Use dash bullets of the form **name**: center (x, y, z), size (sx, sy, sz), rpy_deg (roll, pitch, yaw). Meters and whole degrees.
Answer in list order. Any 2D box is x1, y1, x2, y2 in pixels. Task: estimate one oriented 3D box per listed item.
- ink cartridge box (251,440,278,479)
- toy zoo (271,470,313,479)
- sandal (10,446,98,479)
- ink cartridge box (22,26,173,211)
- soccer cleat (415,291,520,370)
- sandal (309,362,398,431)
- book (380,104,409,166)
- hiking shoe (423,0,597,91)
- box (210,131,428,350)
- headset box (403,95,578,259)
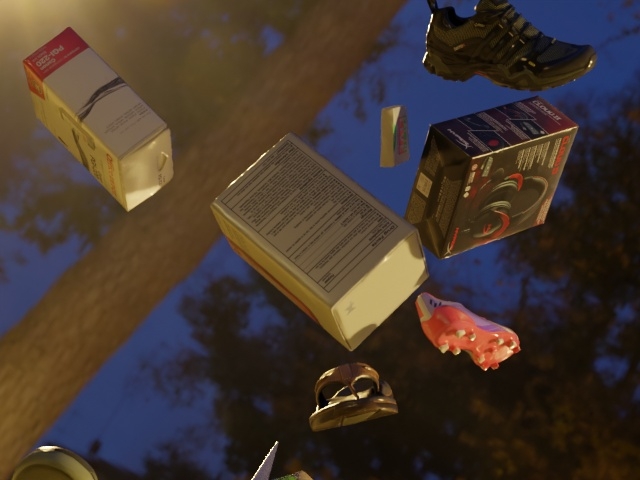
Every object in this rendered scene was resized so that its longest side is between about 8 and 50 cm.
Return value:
- **ink cartridge box**: center (-0.107, 0.488, 2.031), size (0.072, 0.307, 0.303), rpy_deg (20, 14, 6)
- **toy zoo**: center (-0.071, 0.292, 1.184), size (0.192, 0.293, 0.030), rpy_deg (37, -58, 38)
- **sandal**: center (-0.300, 0.354, 1.416), size (0.120, 0.086, 0.302), rpy_deg (11, -70, 3)
- **ink cartridge box**: center (-0.311, -0.168, 1.961), size (0.218, 0.092, 0.158), rpy_deg (43, -21, 16)
- **soccer cleat**: center (0.234, 0.139, 2.174), size (0.248, 0.083, 0.095), rpy_deg (19, 36, -54)
- **sandal**: center (0.034, 0.151, 1.404), size (0.090, 0.060, 0.219), rpy_deg (-15, -1, 8)
- **book**: center (0.122, -0.177, 2.326), size (0.035, 0.096, 0.144), rpy_deg (2, 9, 12)
- **hiking shoe**: center (0.237, -0.257, 1.761), size (0.227, 0.086, 0.114), rpy_deg (6, -62, 20)
- **box**: center (0.000, 0.000, 1.748), size (0.232, 0.148, 0.127), rpy_deg (40, -15, 29)
- **headset box**: center (0.302, -0.114, 2.392), size (0.110, 0.293, 0.218), rpy_deg (43, -45, 34)
